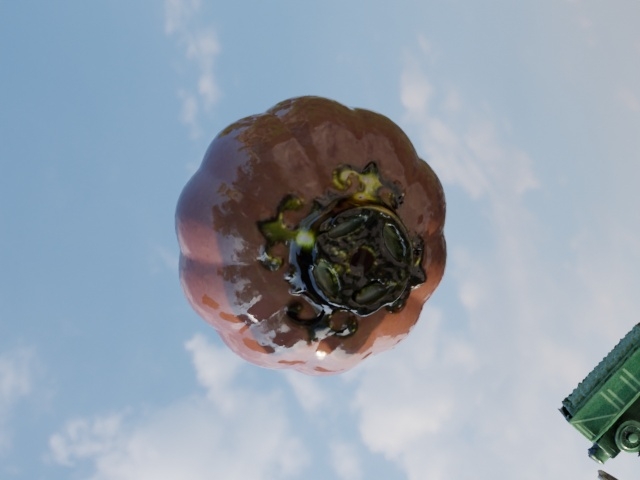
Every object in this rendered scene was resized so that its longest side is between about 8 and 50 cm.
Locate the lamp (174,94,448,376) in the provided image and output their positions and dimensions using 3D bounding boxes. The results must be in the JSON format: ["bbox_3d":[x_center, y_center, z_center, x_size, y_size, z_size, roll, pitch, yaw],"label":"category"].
[{"bbox_3d":[0.000,0.000,1.049,0.305,0.305,0.239,57,169,-19],"label":"lamp"}]

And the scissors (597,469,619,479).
[{"bbox_3d":[0.348,0.294,1.063,0.176,0.085,0.022,41,180,-25],"label":"scissors"}]

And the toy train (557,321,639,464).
[{"bbox_3d":[0.565,0.282,1.822,0.154,0.269,0.115,42,-174,4],"label":"toy train"}]
